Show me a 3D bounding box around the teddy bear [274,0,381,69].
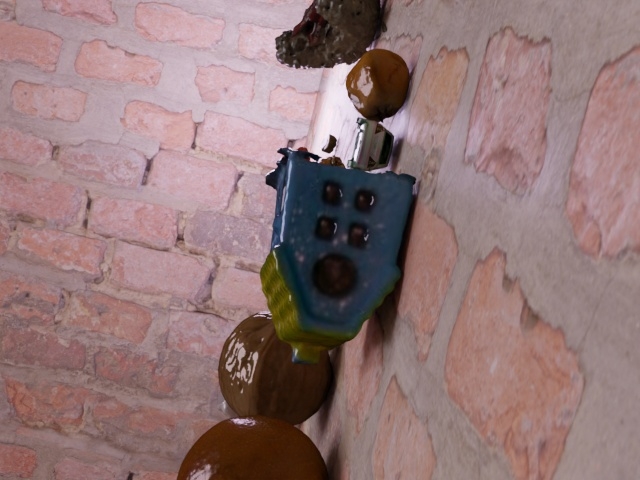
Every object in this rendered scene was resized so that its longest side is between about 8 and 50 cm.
[{"bbox_3d":[0.061,-0.626,2.318,0.357,0.225,0.367,-34,39,60],"label":"teddy bear"}]

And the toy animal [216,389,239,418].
[{"bbox_3d":[-0.115,0.340,2.071,0.208,0.156,0.204,-45,12,4],"label":"toy animal"}]

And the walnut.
[{"bbox_3d":[-0.087,0.245,1.742,0.228,0.228,0.228,-167,90,-84],"label":"walnut"}]

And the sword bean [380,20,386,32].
[{"bbox_3d":[0.148,-0.501,2.140,0.083,0.012,0.012,-92,16,-64],"label":"sword bean"}]

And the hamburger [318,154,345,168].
[{"bbox_3d":[0.014,-0.131,2.248,0.138,0.083,0.147,134,146,-69],"label":"hamburger"}]

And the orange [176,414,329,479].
[{"bbox_3d":[-0.108,0.412,1.491,0.264,0.264,0.264,-167,90,-84],"label":"orange"}]

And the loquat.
[{"bbox_3d":[0.106,-0.279,1.659,0.137,0.113,0.137,-34,47,45],"label":"loquat"}]

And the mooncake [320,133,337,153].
[{"bbox_3d":[-0.005,-0.255,2.788,0.150,0.057,0.347,-64,5,5],"label":"mooncake"}]

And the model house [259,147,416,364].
[{"bbox_3d":[0.011,0.037,1.411,0.237,0.216,0.303,130,147,-76],"label":"model house"}]

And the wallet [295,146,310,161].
[{"bbox_3d":[-0.038,-0.104,2.159,0.142,0.045,0.204,96,169,-45],"label":"wallet"}]

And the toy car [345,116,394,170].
[{"bbox_3d":[0.092,-0.169,1.664,0.224,0.076,0.090,-54,-24,-86],"label":"toy car"}]
